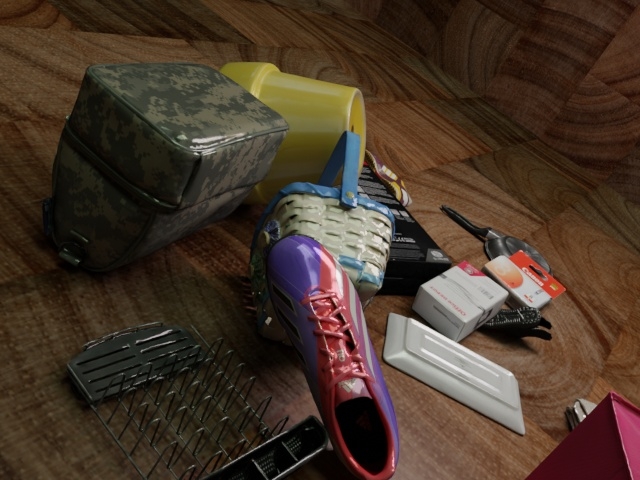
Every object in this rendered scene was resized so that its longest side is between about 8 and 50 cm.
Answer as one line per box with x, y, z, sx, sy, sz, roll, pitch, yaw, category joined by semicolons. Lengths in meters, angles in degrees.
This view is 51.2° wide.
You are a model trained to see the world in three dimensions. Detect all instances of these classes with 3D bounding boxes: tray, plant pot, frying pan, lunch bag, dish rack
0.234;0.216;1.137;0.270;0.030;0.145;29;29;-4;tray
-0.049;-0.188;1.191;0.238;0.254;0.254;3;25;14;plant pot
0.466;0.010;1.683;0.197;0.053;0.326;3;42;-42;frying pan
-0.227;-0.101;0.964;0.212;0.256;0.305;35;27;12;lunch bag
-0.148;0.188;0.766;0.271;0.074;0.208;44;30;23;dish rack

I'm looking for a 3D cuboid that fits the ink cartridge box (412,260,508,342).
0.262;0.113;1.254;0.150;0.063;0.109;-23;53;-40;ink cartridge box

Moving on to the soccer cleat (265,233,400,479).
0.021;0.140;0.815;0.116;0.108;0.318;174;-104;-86;soccer cleat

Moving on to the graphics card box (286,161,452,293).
0.070;-0.048;1.338;0.232;0.094;0.371;4;37;-41;graphics card box

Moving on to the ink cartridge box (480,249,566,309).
0.465;0.086;1.509;0.179;0.045;0.145;-25;59;-35;ink cartridge box

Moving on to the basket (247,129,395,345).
0.000;0.000;1.022;0.201;0.255;0.289;19;40;-9;basket

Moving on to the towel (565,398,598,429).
0.569;0.388;1.163;0.282;0.049;0.187;23;29;-14;towel

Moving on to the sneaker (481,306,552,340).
0.377;0.165;1.330;0.170;0.089;0.051;1;61;12;sneaker

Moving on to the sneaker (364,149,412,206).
0.148;-0.144;1.609;0.083;0.069;0.185;13;38;-46;sneaker

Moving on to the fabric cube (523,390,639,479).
0.362;0.384;0.747;0.254;0.258;0.259;30;28;1;fabric cube
